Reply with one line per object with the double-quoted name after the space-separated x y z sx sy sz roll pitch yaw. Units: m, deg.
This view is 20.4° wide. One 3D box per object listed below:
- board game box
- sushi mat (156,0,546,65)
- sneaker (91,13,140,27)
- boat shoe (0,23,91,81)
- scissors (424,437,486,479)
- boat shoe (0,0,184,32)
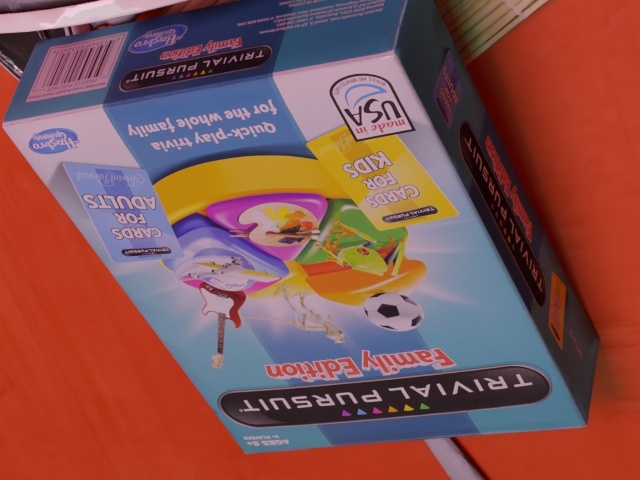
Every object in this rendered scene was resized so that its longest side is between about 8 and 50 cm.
0.000 0.000 1.105 0.254 0.079 0.336 -8 135 26 "board game box"
-0.017 -0.115 1.098 0.151 0.019 0.316 42 129 -13 "sushi mat"
-0.094 -0.203 1.010 0.092 0.087 0.229 -4 149 -17 "sneaker"
-0.223 -0.169 1.098 0.078 0.070 0.219 -18 119 32 "boat shoe"
0.128 0.214 1.310 0.297 0.021 0.109 40 132 -15 "scissors"
-0.042 -0.187 0.941 0.319 0.116 0.099 -17 102 0 "boat shoe"
